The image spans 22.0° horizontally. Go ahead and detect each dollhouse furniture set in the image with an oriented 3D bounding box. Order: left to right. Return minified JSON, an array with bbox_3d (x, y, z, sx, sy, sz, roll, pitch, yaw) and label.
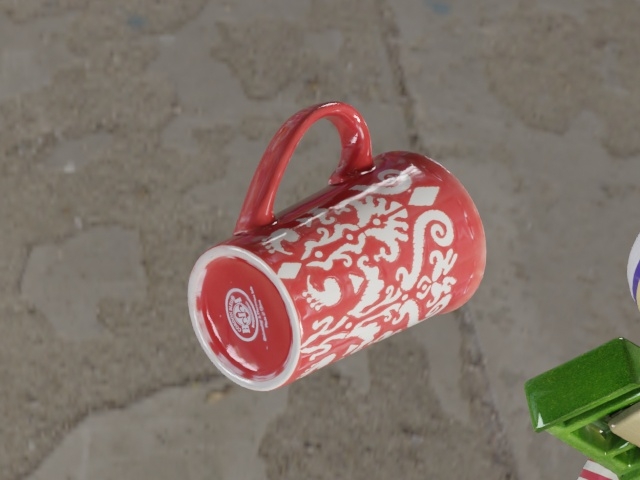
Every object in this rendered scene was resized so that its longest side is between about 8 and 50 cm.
[{"bbox_3d":[0.315,0.144,1.121,0.301,0.151,0.197,-29,51,26],"label":"dollhouse furniture set"}]

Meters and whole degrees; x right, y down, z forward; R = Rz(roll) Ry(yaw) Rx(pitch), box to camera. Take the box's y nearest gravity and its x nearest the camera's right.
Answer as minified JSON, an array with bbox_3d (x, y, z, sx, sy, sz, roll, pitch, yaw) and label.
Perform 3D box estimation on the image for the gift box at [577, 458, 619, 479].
[{"bbox_3d":[0.436,0.369,1.945,0.258,0.276,0.255,25,67,-33],"label":"gift box"}]

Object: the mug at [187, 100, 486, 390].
[{"bbox_3d":[-0.003,0.007,1.021,0.169,0.113,0.150,-26,73,-44],"label":"mug"}]

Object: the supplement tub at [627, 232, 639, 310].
[{"bbox_3d":[0.474,0.113,1.676,0.241,0.241,0.331,-8,51,-11],"label":"supplement tub"}]
